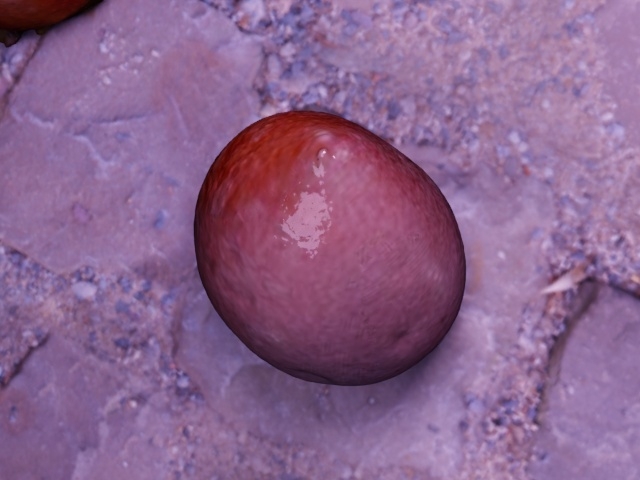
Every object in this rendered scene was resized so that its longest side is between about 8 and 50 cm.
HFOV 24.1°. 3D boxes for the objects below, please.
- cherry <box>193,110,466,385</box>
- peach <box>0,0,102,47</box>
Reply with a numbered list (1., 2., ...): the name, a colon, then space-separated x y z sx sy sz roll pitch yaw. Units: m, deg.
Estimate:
1. cherry: -0.004 0.007 1.191 0.206 0.239 0.239 -46 73 13
2. peach: -0.344 -0.370 1.335 0.416 0.353 0.339 36 115 -23
